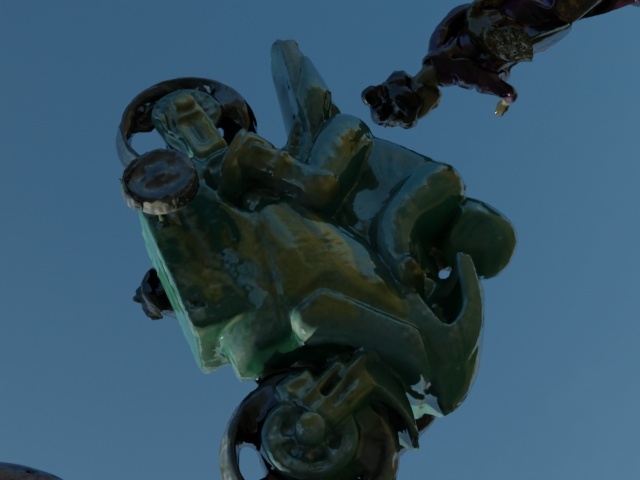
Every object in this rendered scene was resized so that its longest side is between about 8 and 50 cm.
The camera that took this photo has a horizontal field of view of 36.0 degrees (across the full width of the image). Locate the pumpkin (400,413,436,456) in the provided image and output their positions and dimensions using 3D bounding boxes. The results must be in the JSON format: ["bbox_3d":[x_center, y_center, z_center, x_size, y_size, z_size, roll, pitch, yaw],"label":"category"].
[{"bbox_3d":[0.048,0.125,0.998,0.157,0.223,0.224,23,-94,-2],"label":"pumpkin"}]

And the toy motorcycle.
[{"bbox_3d":[-0.001,-0.001,0.526,0.198,0.296,0.109,-21,-34,-15],"label":"toy motorcycle"}]

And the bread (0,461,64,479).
[{"bbox_3d":[-0.260,0.206,0.630,0.268,0.095,0.139,-8,-54,7],"label":"bread"}]

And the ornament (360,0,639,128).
[{"bbox_3d":[0.125,-0.128,0.646,0.203,0.088,0.081,-38,-77,7],"label":"ornament"}]
